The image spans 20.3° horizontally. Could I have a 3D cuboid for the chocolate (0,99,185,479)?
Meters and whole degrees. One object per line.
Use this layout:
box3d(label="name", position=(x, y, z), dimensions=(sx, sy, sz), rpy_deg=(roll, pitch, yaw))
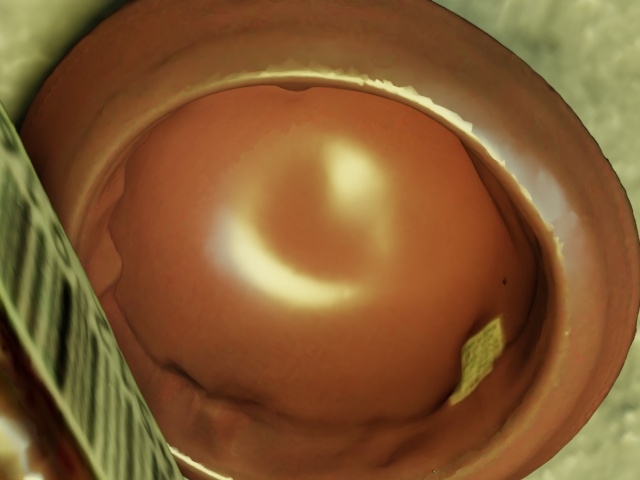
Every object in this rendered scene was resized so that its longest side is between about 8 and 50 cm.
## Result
box3d(label="chocolate", position=(-0.187, 0.086, 0.470), dimensions=(0.288, 0.137, 0.301), rpy_deg=(-25, 116, -4))

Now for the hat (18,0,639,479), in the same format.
box3d(label="hat", position=(0.000, 0.000, 0.578), dimensions=(0.205, 0.089, 0.205), rpy_deg=(3, 119, 5))
